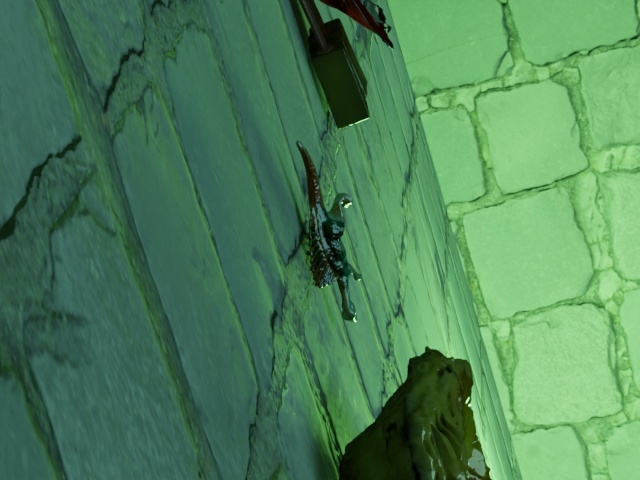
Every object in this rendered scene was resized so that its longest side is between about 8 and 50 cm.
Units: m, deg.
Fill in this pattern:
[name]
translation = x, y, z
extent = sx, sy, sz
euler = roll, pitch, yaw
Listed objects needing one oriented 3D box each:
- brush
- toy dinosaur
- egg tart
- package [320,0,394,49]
[brush]
translation = 0.000, -0.261, 2.194
extent = 0.103, 0.047, 0.233
euler = -93, 162, -61
[toy dinosaur]
translation = 0.003, -0.001, 1.783
extent = 0.187, 0.044, 0.106
euler = 67, 27, -50
[egg tart]
translation = 0.100, 0.260, 1.628
extent = 0.341, 0.132, 0.341
euler = -14, 90, -81
[package]
translation = 0.020, -0.322, 2.264
extent = 0.194, 0.071, 0.269
euler = 37, 15, -9
